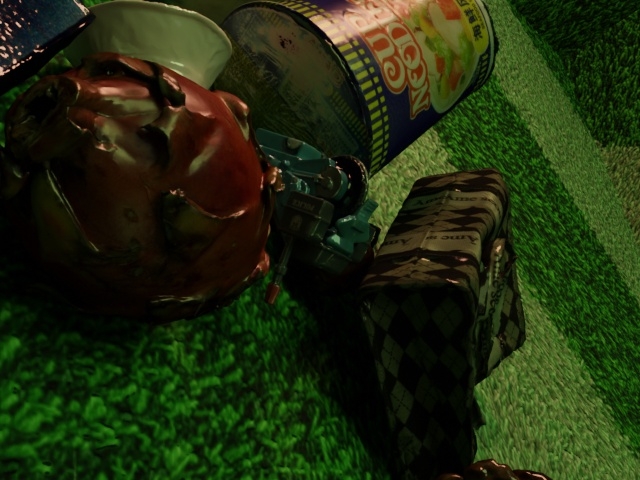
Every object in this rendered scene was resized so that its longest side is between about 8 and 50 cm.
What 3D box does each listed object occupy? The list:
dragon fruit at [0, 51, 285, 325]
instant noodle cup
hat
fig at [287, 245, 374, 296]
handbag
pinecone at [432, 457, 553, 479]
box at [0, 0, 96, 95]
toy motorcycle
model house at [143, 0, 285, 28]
[{"bbox_3d":[-0.169,-0.044,0.899,0.315,0.250,0.250,14,50,-48],"label":"dragon fruit"},{"bbox_3d":[0.061,-0.221,1.291,0.312,0.284,0.284,-32,90,-35],"label":"instant noodle cup"},{"bbox_3d":[-0.191,-0.158,1.074,0.203,0.203,0.126,25,59,-47],"label":"hat"},{"bbox_3d":[0.000,0.000,1.284,0.109,0.103,0.155,-3,50,-35],"label":"fig"},{"bbox_3d":[0.173,0.114,1.329,0.416,0.180,0.317,-53,136,-63],"label":"handbag"},{"bbox_3d":[0.197,0.365,1.082,0.309,0.244,0.244,35,31,-65],"label":"pinecone"},{"bbox_3d":[-0.374,-0.236,0.880,0.261,0.116,0.279,49,28,-13],"label":"box"},{"bbox_3d":[-0.063,-0.031,1.089,0.272,0.182,0.123,20,-4,40],"label":"toy motorcycle"},{"bbox_3d":[-0.099,-0.471,1.423,0.382,0.334,0.343,19,35,-45],"label":"model house"}]
